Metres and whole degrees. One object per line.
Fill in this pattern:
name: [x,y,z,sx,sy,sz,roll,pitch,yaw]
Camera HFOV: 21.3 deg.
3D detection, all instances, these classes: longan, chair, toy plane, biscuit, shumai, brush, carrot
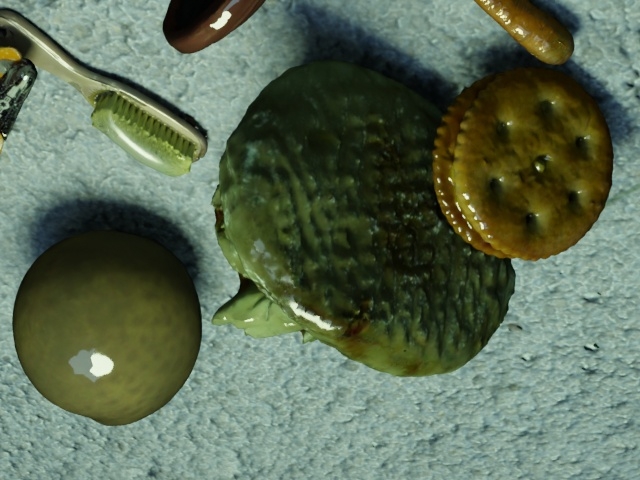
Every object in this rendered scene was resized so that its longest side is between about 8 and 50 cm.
longan: [-0.270,0.113,2.168,0.258,0.258,0.258,6,138,5]
chair: [-0.178,-0.342,1.669,0.401,0.227,0.226,32,134,-23]
toy plane: [-0.427,-0.125,2.057,0.204,0.103,0.316,8,145,6]
biscuit: [0.227,-0.085,1.890,0.220,0.220,0.066,36,165,-26]
shumai: [0.000,0.000,1.969,0.397,0.324,0.323,30,153,-27]
brush: [-0.269,-0.167,1.999,0.313,0.067,0.072,34,134,-21]
carrot: [0.196,-0.251,1.823,0.191,0.047,0.047,33,134,-22]
